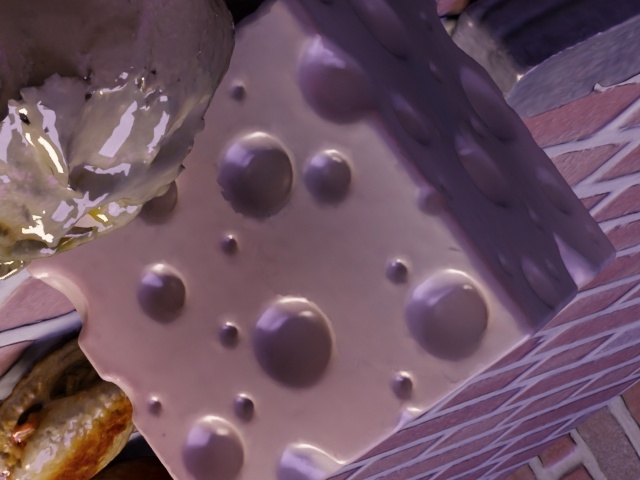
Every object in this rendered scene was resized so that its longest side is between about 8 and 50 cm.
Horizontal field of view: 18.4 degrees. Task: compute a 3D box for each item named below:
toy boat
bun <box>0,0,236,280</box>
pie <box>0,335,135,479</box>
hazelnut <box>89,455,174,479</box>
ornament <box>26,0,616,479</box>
[{"bbox_3d":[0.225,-0.178,1.463,0.283,0.078,0.127,-24,160,-19],"label":"toy boat"},{"bbox_3d":[-0.148,-0.064,1.002,0.239,0.141,0.239,-28,168,-7],"label":"bun"},{"bbox_3d":[-0.211,0.158,1.655,0.205,0.084,0.179,-38,164,-38],"label":"pie"},{"bbox_3d":[-0.192,0.319,2.095,0.218,0.218,0.234,-25,145,-18],"label":"hazelnut"},{"bbox_3d":[0.000,0.000,1.216,0.239,0.240,0.239,-37,177,22],"label":"ornament"}]
